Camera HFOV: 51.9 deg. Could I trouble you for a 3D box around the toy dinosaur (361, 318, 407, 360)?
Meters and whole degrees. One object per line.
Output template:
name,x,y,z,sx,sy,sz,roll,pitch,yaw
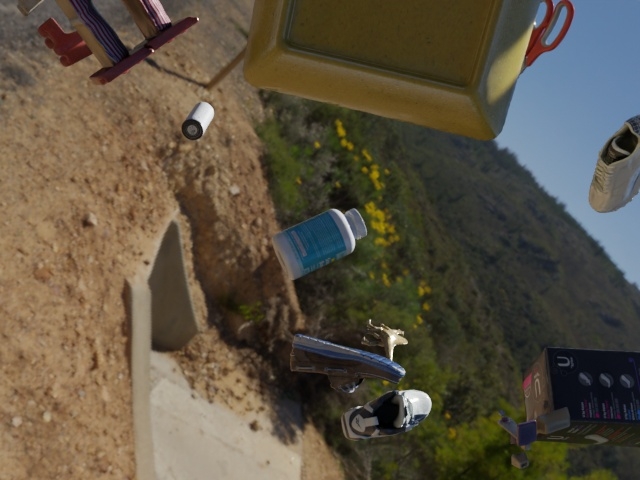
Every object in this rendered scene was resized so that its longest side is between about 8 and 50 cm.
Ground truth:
toy dinosaur,0.138,0.208,1.393,0.092,0.053,0.183,17,16,10

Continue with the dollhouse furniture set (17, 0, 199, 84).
dollhouse furniture set,-0.342,-0.355,0.961,0.201,0.152,0.374,58,-15,-26

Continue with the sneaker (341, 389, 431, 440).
sneaker,0.177,0.376,1.441,0.234,0.153,0.094,0,72,-28

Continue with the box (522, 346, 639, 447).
box,0.542,0.300,1.247,0.165,0.270,0.144,92,1,-60

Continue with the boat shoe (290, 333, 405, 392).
boat shoe,0.039,0.199,1.017,0.183,0.066,0.066,13,-5,22

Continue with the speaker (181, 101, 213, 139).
speaker,-0.302,-0.297,1.628,0.055,0.055,0.136,43,23,-20

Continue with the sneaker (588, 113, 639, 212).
sneaker,0.521,-0.134,1.154,0.235,0.094,0.090,101,-31,-50

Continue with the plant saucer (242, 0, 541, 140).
plant saucer,0.089,-0.303,0.735,0.332,0.333,0.081,14,17,4

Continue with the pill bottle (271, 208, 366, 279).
pill bottle,0.000,0.000,1.935,0.146,0.263,0.146,62,-10,20

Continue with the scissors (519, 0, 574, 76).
scissors,0.430,-0.368,1.383,0.021,0.297,0.109,-4,40,-35

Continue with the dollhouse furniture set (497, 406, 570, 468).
dollhouse furniture set,0.371,0.328,1.153,0.081,0.114,0.091,-141,-138,-65
